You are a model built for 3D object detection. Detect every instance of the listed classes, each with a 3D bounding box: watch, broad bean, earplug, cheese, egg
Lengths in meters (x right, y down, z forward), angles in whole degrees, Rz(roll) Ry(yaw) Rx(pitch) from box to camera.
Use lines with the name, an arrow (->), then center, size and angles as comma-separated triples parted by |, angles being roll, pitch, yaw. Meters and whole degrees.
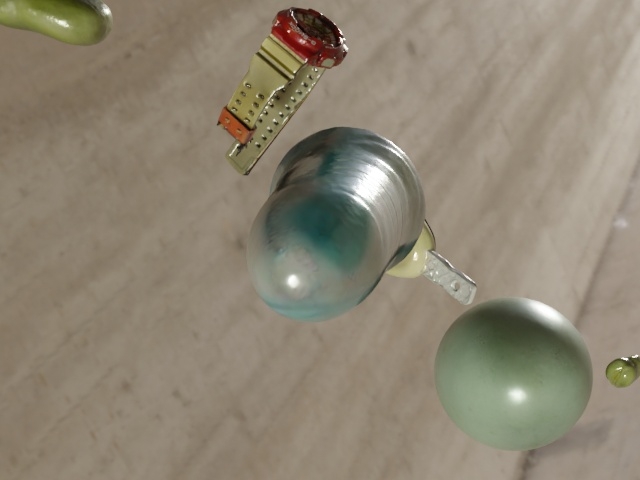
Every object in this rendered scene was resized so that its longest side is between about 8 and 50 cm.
watch -> -0.070, -0.184, 1.592 | 0.268, 0.102, 0.165 | -52, 171, 24
broad bean -> 0.481, 0.207, 1.899 | 0.083, 0.045, 0.063 | 2, 125, -57
earplug -> 0.000, 0.000, 1.254 | 0.185, 0.185, 0.324 | -21, -170, 16
cheese -> 0.143, 0.018, 1.783 | 0.054, 0.127, 0.251 | -6, -148, -38
egg -> 0.345, 0.240, 2.173 | 0.276, 0.276, 0.389 | -27, -178, -3
broad bean -> -0.362, -0.306, 1.597 | 0.124, 0.175, 0.082 | -61, 175, -69
